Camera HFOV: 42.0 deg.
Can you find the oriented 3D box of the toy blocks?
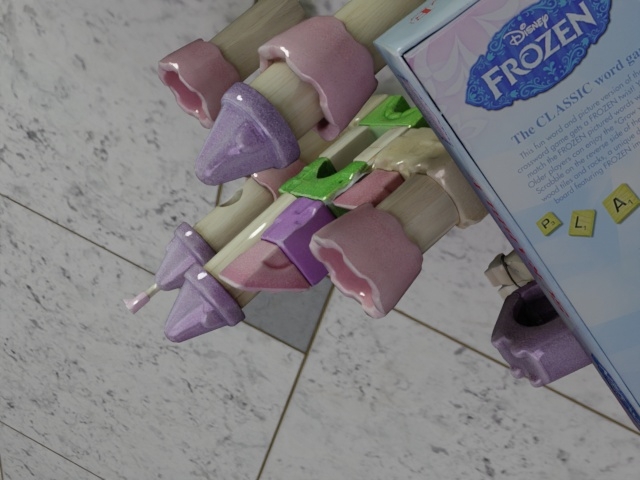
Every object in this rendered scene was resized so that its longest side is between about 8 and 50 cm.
[{"bbox_3d":[0.000,0.000,0.601,0.309,0.260,0.288,53,165,-23],"label":"toy blocks"}]

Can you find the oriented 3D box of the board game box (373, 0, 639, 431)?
[{"bbox_3d":[0.247,-0.074,0.459,0.319,0.066,0.318,-36,110,4],"label":"board game box"}]
